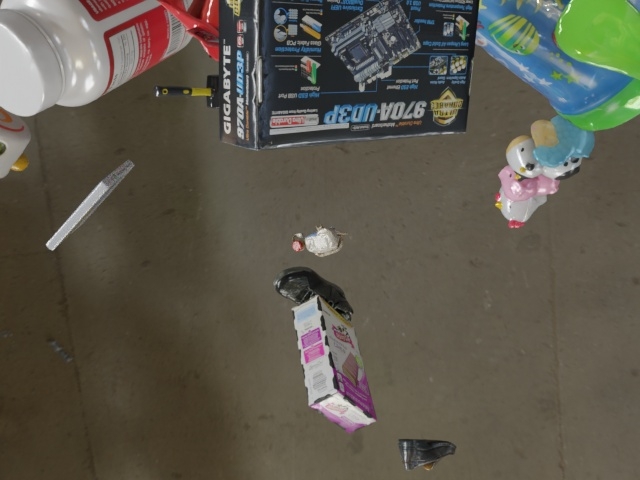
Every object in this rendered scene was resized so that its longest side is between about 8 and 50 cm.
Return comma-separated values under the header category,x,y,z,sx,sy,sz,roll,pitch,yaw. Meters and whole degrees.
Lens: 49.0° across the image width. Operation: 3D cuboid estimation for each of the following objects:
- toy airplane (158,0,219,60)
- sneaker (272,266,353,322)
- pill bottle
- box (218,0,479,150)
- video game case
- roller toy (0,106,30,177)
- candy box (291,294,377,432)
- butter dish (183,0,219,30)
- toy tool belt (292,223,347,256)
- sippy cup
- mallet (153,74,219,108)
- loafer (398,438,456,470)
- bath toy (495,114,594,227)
category,x,y,z,sx,sy,sz,roll,pitch,yaw
toy airplane,-0.129,-0.225,0.730,0.028,0.151,0.151,-42,97,18
sneaker,-0.005,0.139,1.613,0.087,0.130,0.227,-50,133,11
pill bottle,-0.431,-0.392,1.300,0.228,0.408,0.229,17,130,22
box,0.030,-0.164,0.526,0.220,0.051,0.175,-11,112,-37
video game case,-0.530,-0.086,1.625,0.023,0.193,0.212,43,107,-13
roller toy,-0.787,-0.238,1.618,0.191,0.209,0.146,40,104,6
candy box,0.027,0.247,1.412,0.071,0.234,0.159,-29,136,16
butter dish,-0.078,-0.316,0.887,0.159,0.160,0.118,15,128,-7
toy tool belt,0.000,0.000,1.162,0.083,0.051,0.052,-11,98,30
sippy cup,0.236,-0.260,0.693,0.224,0.305,0.240,23,88,-13
mallet,-0.226,-0.272,1.238,0.039,0.189,0.063,9,97,26
loafer,0.223,0.447,1.464,0.170,0.062,0.061,14,70,-39
bath toy,0.451,-0.132,1.499,0.151,0.348,0.129,21,71,7
